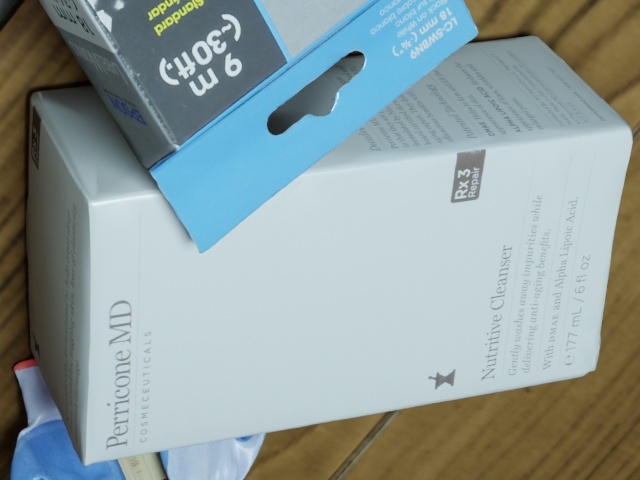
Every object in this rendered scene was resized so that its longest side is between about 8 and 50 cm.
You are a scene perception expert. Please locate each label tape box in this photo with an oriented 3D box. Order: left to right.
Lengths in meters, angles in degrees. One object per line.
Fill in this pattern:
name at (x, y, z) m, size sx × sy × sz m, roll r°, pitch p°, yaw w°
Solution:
label tape box at (-0.035, -0.175, 1.113) m, size 0.240 × 0.106 × 0.334 m, roll -39°, pitch 120°, yaw -14°

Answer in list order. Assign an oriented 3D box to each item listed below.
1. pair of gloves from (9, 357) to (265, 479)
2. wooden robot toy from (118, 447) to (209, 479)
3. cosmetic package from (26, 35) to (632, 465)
pair of gloves at (-0.127, 0.151, 1.406) m, size 0.198 × 0.159 × 0.023 m, roll -5°, pitch 162°, yaw -20°
wooden robot toy at (-0.157, 0.151, 1.444) m, size 0.173 × 0.076 × 0.079 m, roll -23°, pitch 90°, yaw -25°
cosmetic package at (0.000, 0.000, 1.356) m, size 0.385 × 0.156 × 0.217 m, roll -11°, pitch 125°, yaw -21°
